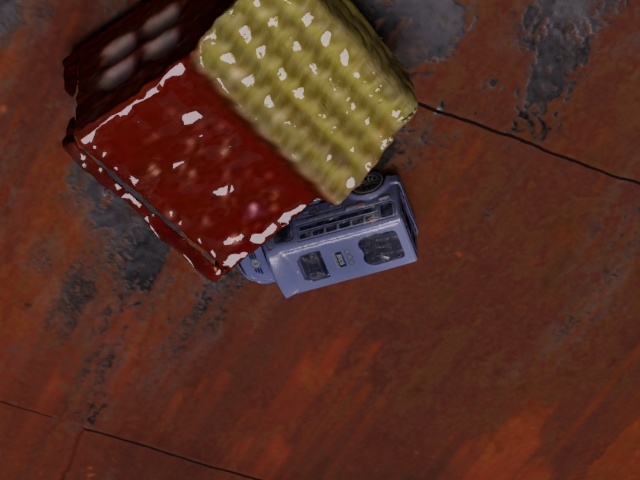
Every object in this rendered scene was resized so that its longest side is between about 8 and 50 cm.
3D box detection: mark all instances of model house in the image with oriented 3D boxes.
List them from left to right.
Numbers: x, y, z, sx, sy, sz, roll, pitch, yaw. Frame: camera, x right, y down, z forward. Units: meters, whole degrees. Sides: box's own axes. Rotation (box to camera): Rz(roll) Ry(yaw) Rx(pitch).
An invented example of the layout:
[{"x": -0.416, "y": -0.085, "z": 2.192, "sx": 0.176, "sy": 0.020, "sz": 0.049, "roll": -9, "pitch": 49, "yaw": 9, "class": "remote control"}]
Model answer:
[{"x": -0.054, "y": -0.120, "z": 1.360, "sx": 0.254, "sy": 0.160, "sz": 0.196, "roll": -34, "pitch": 122, "yaw": 21, "class": "model house"}]

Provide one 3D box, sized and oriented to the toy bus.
[{"x": 0.000, "y": 0.000, "z": 1.511, "sx": 0.167, "sy": 0.076, "sz": 0.073, "roll": -16, "pitch": 128, "yaw": 10, "class": "toy bus"}]
